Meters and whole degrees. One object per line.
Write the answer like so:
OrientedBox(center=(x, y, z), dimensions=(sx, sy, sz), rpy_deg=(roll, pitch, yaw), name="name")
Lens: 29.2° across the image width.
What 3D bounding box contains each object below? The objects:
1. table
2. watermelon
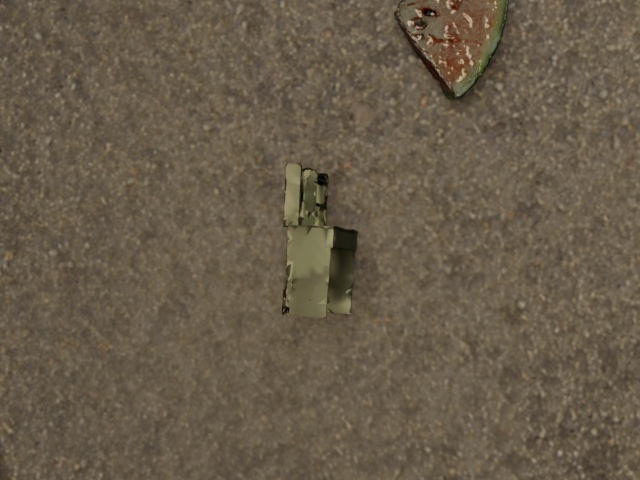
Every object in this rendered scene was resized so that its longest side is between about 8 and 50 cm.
OrientedBox(center=(0.000, 0.000, 1.447), dimensions=(0.062, 0.146, 0.175), rpy_deg=(3, 90, 12), name="table")
OrientedBox(center=(0.159, -0.267, 1.470), dimensions=(0.139, 0.071, 0.187), rpy_deg=(20, 100, 18), name="watermelon")
